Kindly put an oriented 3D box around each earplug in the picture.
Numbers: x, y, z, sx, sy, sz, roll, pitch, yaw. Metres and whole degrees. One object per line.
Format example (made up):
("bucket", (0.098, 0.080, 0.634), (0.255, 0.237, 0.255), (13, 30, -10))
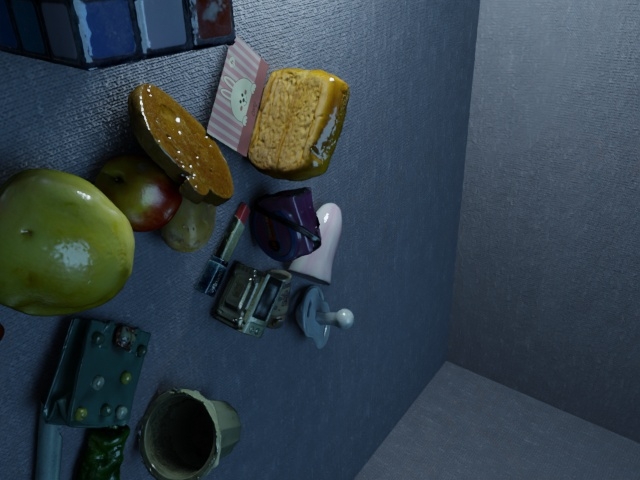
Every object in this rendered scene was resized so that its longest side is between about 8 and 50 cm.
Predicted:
("earplug", (0.000, 0.000, 2.101), (0.172, 0.172, 0.302), (34, 71, -57))

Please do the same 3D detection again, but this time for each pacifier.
("pacifier", (0.028, 0.301, 2.228), (0.287, 0.225, 0.239), (63, 35, -50))

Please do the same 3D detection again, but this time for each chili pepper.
("chili pepper", (-0.603, 0.609, 1.558), (0.136, 0.099, 0.271), (11, 104, -32))

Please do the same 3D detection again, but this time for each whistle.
("whistle", (-0.690, 0.542, 1.421), (0.062, 0.062, 0.313), (-8, 113, -55))

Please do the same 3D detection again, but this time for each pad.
("pad", (-0.232, -0.414, 1.609), (0.202, 0.005, 0.300), (27, 75, -62))

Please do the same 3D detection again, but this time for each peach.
("peach", (-0.437, -0.111, 1.347), (0.190, 0.190, 0.192), (-60, 148, -16))
("peach", (-0.544, 0.007, 1.151), (0.315, 0.314, 0.282), (22, 49, -34))

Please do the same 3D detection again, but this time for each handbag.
("handbag", (-0.552, 0.344, 1.428), (0.269, 0.100, 0.274), (46, 56, -65))

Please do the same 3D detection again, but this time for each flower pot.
("flower pot", (-0.384, 0.607, 1.746), (0.291, 0.290, 0.259), (-67, 159, -6))

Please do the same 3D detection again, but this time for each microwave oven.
("microwave oven", (-0.238, 0.192, 1.820), (0.129, 0.163, 0.205), (34, 76, -57))

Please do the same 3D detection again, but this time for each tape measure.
("tape measure", (-0.102, -0.051, 1.823), (0.149, 0.245, 0.232), (-35, 117, -45))

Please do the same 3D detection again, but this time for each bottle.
("bottle", (-0.158, 0.219, 2.004), (0.097, 0.110, 0.209), (-2, 111, -23))

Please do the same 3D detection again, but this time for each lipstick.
("lipstick", (-0.294, 0.025, 1.754), (0.051, 0.051, 0.312), (41, 71, -54))

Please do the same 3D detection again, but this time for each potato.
("potato", (-0.360, -0.084, 1.520), (0.150, 0.145, 0.234), (105, -8, -74))

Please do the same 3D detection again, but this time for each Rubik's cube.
("Rubik's cube", (-0.405, -0.527, 1.026), (0.362, 0.363, 0.359), (-37, 132, -43))

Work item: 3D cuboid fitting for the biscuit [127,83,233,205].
("biscuit", (-0.338, -0.213, 1.384), (0.063, 0.314, 0.367), (-27, 146, 15))

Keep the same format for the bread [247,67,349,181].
("bread", (-0.054, -0.338, 1.666), (0.147, 0.327, 0.337), (13, 92, -46))

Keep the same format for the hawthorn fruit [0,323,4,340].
("hawthorn fruit", (-0.721, 0.201, 1.195), (0.093, 0.080, 0.081), (-70, 165, -67))
